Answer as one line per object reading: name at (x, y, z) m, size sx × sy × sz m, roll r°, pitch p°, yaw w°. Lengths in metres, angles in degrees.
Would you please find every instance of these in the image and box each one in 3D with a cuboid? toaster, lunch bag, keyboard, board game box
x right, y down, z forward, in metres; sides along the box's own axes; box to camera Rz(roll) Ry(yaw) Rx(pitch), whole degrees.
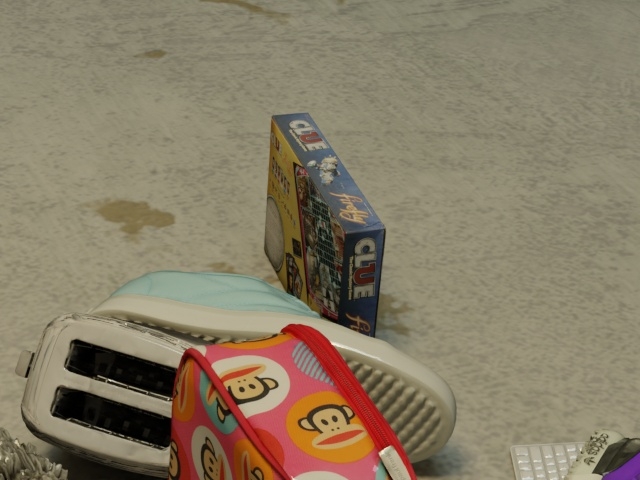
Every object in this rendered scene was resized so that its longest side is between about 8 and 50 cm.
toaster at (-0.144, 0.138, 1.568) m, size 0.227 × 0.129 × 0.146 m, roll 16°, pitch -4°, yaw 17°
lunch bag at (-0.016, 0.232, 1.306) m, size 0.120 × 0.293 × 0.258 m, roll -12°, pitch 38°, yaw -23°
keyboard at (0.213, 0.252, 1.574) m, size 0.072 × 0.014 × 0.256 m, roll 2°, pitch 30°, yaw -4°
board game box at (0.000, 0.000, 1.828) m, size 0.042 × 0.165 × 0.243 m, roll -6°, pitch 32°, yaw -17°

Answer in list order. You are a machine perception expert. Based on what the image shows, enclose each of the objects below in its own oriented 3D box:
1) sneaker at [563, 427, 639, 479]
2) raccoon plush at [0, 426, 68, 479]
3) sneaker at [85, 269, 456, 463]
sneaker at (0.250, 0.252, 1.462) m, size 0.146 × 0.102 × 0.293 m, roll 13°, pitch 34°, yaw 21°
raccoon plush at (-0.311, 0.089, 1.437) m, size 0.299 × 0.446 × 0.216 m, roll 2°, pitch 4°, yaw -2°
sneaker at (-0.034, 0.092, 1.698) m, size 0.366 × 0.135 × 0.150 m, roll 16°, pitch 36°, yaw 18°
